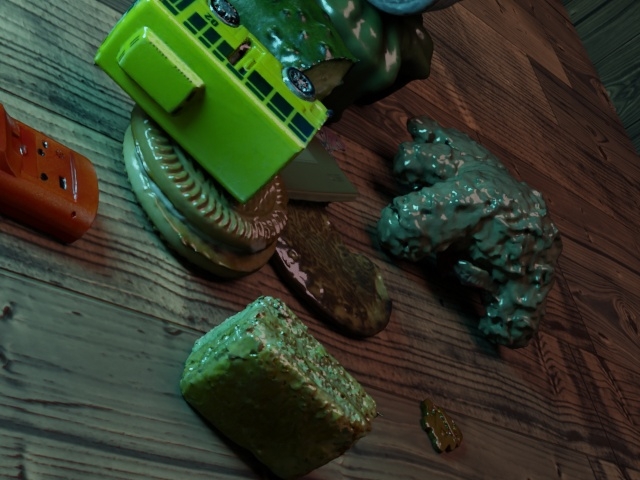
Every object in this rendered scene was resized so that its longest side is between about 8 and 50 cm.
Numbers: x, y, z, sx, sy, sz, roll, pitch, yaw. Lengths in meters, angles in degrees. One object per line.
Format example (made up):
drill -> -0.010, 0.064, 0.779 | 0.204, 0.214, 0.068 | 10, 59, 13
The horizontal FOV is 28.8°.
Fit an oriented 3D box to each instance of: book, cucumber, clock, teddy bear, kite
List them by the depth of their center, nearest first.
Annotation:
clock -> -0.299, -0.075, 1.280 | 0.155, 0.061, 0.113 | 31, 34, -44
book -> -0.085, -0.179, 1.756 | 0.310, 0.021, 0.217 | 55, 24, 18
cucumber -> -0.084, -0.323, 1.807 | 0.105, 0.145, 0.325 | 26, 25, -54
kite -> 0.016, -0.139, 1.944 | 0.153, 0.005, 0.137 | 59, 27, 5
teddy bear -> 0.239, -0.048, 2.045 | 0.357, 0.224, 0.367 | 39, 15, -27

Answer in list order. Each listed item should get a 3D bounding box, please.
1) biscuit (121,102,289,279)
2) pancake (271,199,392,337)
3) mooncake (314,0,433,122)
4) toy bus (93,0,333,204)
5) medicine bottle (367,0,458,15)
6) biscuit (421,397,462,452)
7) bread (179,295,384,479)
biscuit -> -0.139, -0.075, 1.522 | 0.259, 0.079, 0.259 | 38, 31, -28
pancake -> 0.000, 0.000, 1.727 | 0.288, 0.033, 0.286 | 43, 27, -25
mooncake -> 0.032, -0.366, 2.038 | 0.351, 0.187, 0.351 | 37, 33, -29
toy bus -> -0.127, -0.181, 1.439 | 0.262, 0.128, 0.150 | 44, 31, -8
medicine bottle -> 0.166, -0.443, 1.961 | 0.165, 0.165, 0.273 | 56, 27, 1
biscuit -> 0.171, 0.261, 1.723 | 0.092, 0.016, 0.082 | 27, 37, -42
bread -> -0.044, 0.166, 1.341 | 0.196, 0.138, 0.102 | 48, 31, -16
